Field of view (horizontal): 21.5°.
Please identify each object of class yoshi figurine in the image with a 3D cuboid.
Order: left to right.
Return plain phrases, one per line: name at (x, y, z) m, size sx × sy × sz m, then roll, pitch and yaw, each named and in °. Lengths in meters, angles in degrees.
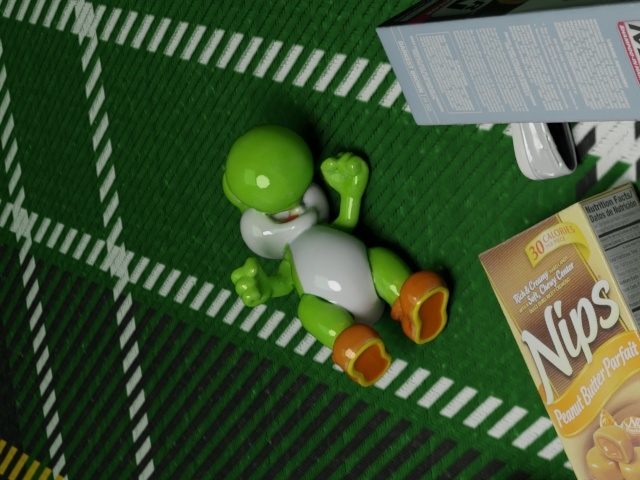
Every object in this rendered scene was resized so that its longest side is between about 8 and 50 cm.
yoshi figurine at (-0.012, -0.009, 2.049) m, size 0.362 × 0.204 × 0.203 m, roll 47°, pitch 123°, yaw 33°

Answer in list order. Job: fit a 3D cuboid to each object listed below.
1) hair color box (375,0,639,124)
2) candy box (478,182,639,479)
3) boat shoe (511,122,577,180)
hair color box at (0.243, -0.194, 1.507) m, size 0.374 × 0.185 × 0.113 m, roll 5°, pitch 125°, yaw 55°
candy box at (0.305, 0.120, 1.753) m, size 0.183 × 0.088 × 0.316 m, roll -32°, pitch 80°, yaw 54°
boat shoe at (0.227, -0.152, 1.752) m, size 0.063 × 0.066 × 0.184 m, roll -2°, pitch 103°, yaw 39°
